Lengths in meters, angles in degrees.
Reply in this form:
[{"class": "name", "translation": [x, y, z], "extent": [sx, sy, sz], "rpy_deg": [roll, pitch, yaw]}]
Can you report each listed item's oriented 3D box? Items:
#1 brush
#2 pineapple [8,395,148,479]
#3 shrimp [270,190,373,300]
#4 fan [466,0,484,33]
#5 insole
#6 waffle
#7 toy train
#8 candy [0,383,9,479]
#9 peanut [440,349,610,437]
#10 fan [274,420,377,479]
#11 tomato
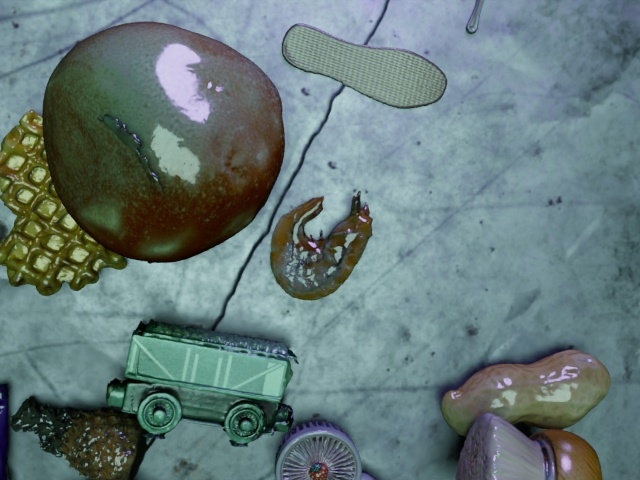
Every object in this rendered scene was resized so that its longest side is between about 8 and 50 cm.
[{"class": "brush", "translation": [0.278, 0.365, 1.061], "extent": [0.166, 0.266, 0.174], "rpy_deg": [12, 61, -2]}, {"class": "pineapple", "translation": [-0.351, 0.282, 1.047], "extent": [0.198, 0.108, 0.108], "rpy_deg": [19, 95, 0]}, {"class": "shrimp", "translation": [0.001, 0.001, 1.072], "extent": [0.132, 0.051, 0.187], "rpy_deg": [37, 95, -10]}, {"class": "fan", "translation": [0.253, -0.411, 1.070], "extent": [0.132, 0.009, 0.219], "rpy_deg": [17, 95, -7]}, {"class": "insole", "translation": [0.065, -0.254, 1.071], "extent": [0.253, 0.005, 0.086], "rpy_deg": [15, 95, -8]}, {"class": "waffle", "translation": [-0.363, -0.057, 1.023], "extent": [0.249, 0.056, 0.253], "rpy_deg": [-26, 101, -5]}, {"class": "toy train", "translation": [-0.167, 0.206, 1.053], "extent": [0.270, 0.115, 0.154], "rpy_deg": [11, 87, -7]}, {"class": "candy", "translation": [-0.514, 0.341, 1.050], "extent": [0.145, 0.070, 0.275], "rpy_deg": [-5, 93, -12]}, {"class": "peanut", "translation": [0.314, 0.237, 1.111], "extent": [0.263, 0.101, 0.117], "rpy_deg": [-7, 84, -5]}, {"class": "fan", "translation": [0.041, 0.373, 1.112], "extent": [0.244, 0.074, 0.130], "rpy_deg": [35, 92, -10]}, {"class": "tomato", "translation": [-0.187, -0.124, 0.911], "extent": [0.304, 0.239, 0.303], "rpy_deg": [8, 71, -26]}]
